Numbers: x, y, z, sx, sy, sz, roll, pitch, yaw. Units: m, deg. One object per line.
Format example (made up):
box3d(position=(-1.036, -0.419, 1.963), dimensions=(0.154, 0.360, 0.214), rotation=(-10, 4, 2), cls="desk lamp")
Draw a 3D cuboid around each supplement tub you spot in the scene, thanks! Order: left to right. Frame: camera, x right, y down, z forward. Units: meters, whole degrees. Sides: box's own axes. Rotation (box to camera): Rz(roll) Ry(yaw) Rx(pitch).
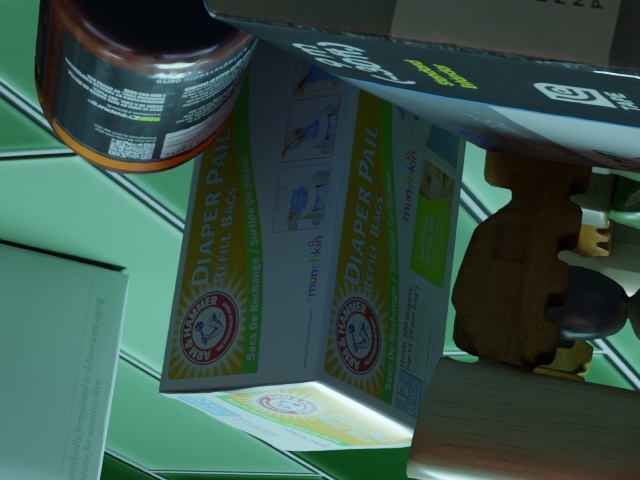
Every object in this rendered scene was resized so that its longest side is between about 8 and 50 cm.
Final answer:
box3d(position=(-0.086, -0.097, 0.916), dimensions=(0.106, 0.106, 0.198), rotation=(10, 161, -8), cls="supplement tub")

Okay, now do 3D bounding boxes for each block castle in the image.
box3d(position=(0.187, 0.061, 0.978), dimensions=(0.212, 0.303, 0.453), rotation=(10, 162, 11), cls="block castle")

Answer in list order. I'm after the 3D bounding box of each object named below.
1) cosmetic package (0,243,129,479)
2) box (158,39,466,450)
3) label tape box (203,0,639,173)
box3d(position=(-0.287, 0.143, 1.544), dimensions=(0.155, 0.197, 0.365), rotation=(14, 161, -19), cls="cosmetic package")
box3d(position=(0.000, 0.000, 1.010), dimensions=(0.103, 0.203, 0.114), rotation=(-7, 156, 36), cls="box")
box3d(position=(0.075, -0.093, 0.680), dimensions=(0.333, 0.106, 0.240), rotation=(11, 177, 28), cls="label tape box")
